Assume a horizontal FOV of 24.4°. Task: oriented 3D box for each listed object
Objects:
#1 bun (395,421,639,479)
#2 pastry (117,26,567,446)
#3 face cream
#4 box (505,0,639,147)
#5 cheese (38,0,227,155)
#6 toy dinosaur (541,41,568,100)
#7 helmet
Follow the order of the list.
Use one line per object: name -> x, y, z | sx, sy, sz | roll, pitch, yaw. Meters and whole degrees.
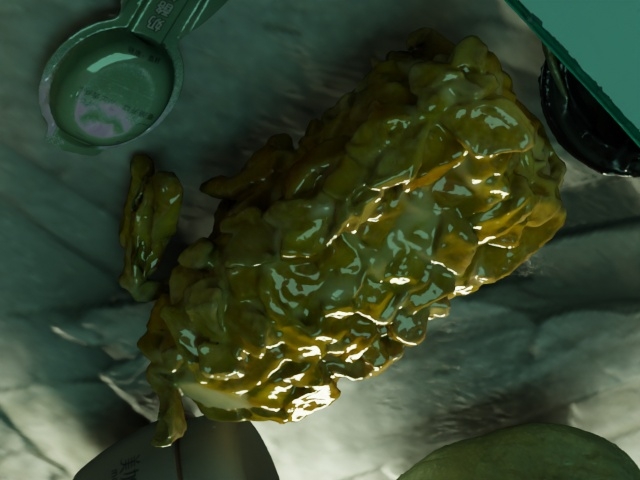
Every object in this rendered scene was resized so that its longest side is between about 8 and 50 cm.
bun -> 0.123, 0.199, 0.954 | 0.221, 0.108, 0.221 | -5, 133, -5
pastry -> 0.000, 0.000, 0.742 | 0.250, 0.102, 0.154 | -35, 130, 11
face cream -> -0.077, 0.157, 0.840 | 0.104, 0.117, 0.117 | -19, 133, 9
box -> 0.124, -0.117, 0.602 | 0.092, 0.153, 0.245 | -41, 107, 16
cheese -> -0.089, -0.085, 0.690 | 0.067, 0.026, 0.120 | 20, 119, -33
toy dinosaur -> 0.113, -0.157, 0.691 | 0.058, 0.037, 0.180 | 10, 121, -2
helmet -> 0.173, -0.083, 0.745 | 0.123, 0.070, 0.098 | -16, 93, 14
